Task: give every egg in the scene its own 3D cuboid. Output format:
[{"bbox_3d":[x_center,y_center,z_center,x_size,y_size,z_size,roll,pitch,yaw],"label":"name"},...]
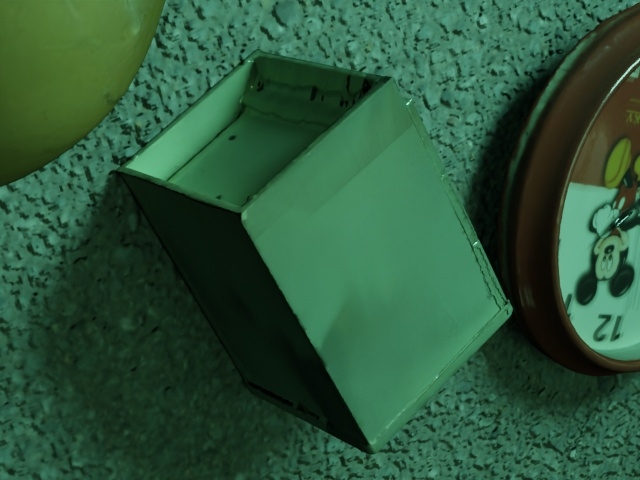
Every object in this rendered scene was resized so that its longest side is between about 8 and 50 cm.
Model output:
[{"bbox_3d":[-0.180,-0.140,0.785,0.201,0.201,0.244,-1,118,-39],"label":"egg"}]

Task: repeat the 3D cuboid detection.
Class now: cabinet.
[{"bbox_3d":[0.000,0.000,1.004,0.150,0.145,0.206,-43,125,-21],"label":"cabinet"}]

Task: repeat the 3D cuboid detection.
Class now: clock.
[{"bbox_3d":[0.263,-0.041,1.251,0.318,0.080,0.318,-17,118,-36],"label":"clock"}]
